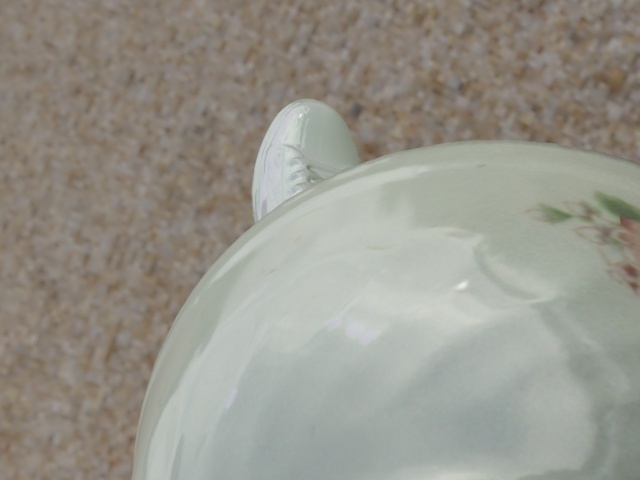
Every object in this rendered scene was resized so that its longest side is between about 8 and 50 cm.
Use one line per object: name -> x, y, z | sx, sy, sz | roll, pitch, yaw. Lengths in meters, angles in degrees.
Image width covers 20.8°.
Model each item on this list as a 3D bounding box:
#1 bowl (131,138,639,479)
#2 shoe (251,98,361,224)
bowl -> 0.056, 0.114, 0.588 | 0.277, 0.277, 0.145 | -54, 4, 21
shoe -> 0.000, 0.000, 1.329 | 0.110, 0.095, 0.265 | 130, 147, -65
